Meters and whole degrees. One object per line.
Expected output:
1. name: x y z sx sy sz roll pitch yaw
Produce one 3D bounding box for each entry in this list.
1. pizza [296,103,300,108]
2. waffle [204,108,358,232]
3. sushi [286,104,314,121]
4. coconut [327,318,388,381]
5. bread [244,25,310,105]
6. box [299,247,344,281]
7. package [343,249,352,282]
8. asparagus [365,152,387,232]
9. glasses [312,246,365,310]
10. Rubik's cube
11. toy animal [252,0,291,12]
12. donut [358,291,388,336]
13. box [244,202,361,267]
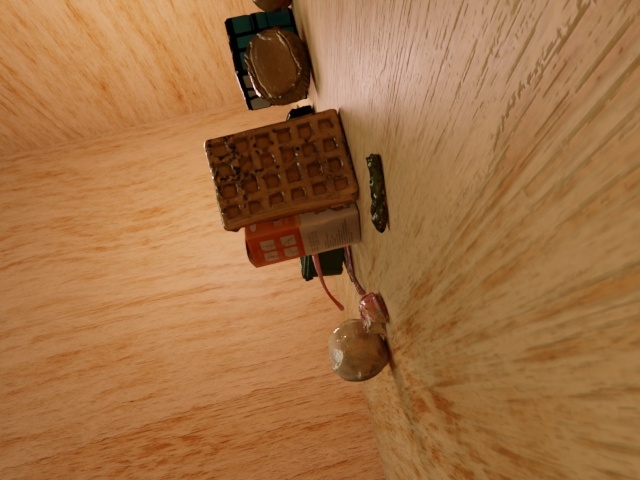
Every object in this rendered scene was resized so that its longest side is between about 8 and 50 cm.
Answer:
1. pizza: -0.090 -0.640 2.324 0.181 0.034 0.262 79 174 -53
2. waffle: -0.105 -0.181 1.139 0.114 0.377 0.260 105 150 -84
3. sushi: -0.084 -0.508 1.856 0.225 0.127 0.124 83 173 -87
4. coconut: 0.115 0.345 1.294 0.194 0.195 0.194 167 90 -88
5. bread: -0.147 -0.627 1.533 0.142 0.228 0.253 -34 -73 -70
6. box: 0.000 0.000 1.754 0.328 0.178 0.252 -103 17 -63
7. package: 0.113 0.099 1.750 0.108 0.031 0.120 -109 6 -68
8. asparagus: 0.108 -0.084 0.807 0.036 0.030 0.165 34 142 49
9. glasses: 0.043 0.088 1.432 0.234 0.118 0.268 -22 -78 -60
10. Rubik's cube: -0.222 -0.763 1.789 0.293 0.289 0.283 91 166 -73
11. toy animal: -0.195 -0.944 1.550 0.195 0.169 0.281 -61 -6 -2
12. donut: 0.144 0.202 1.187 0.166 0.065 0.116 83 172 -60
13. box: -0.070 -0.073 1.297 0.143 0.342 0.224 77 178 -50
